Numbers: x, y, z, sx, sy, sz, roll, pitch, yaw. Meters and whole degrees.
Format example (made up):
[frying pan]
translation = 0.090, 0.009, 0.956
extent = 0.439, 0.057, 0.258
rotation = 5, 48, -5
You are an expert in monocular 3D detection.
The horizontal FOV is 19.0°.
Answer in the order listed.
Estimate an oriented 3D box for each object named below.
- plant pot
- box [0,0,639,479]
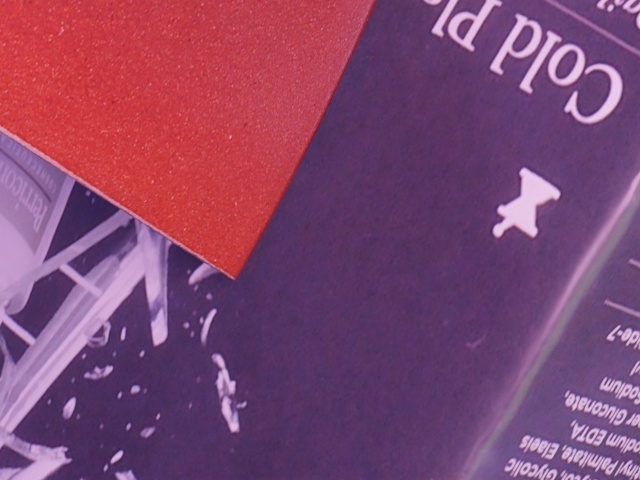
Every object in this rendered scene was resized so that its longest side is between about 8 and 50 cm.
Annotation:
[plant pot]
translation = -0.098, -0.179, 0.705
extent = 0.236, 0.267, 0.267
rotation = -52, 156, -1
[box]
translation = 0.000, 0.000, 0.951
extent = 0.297, 0.480, 0.472
rotation = 17, 106, -48
